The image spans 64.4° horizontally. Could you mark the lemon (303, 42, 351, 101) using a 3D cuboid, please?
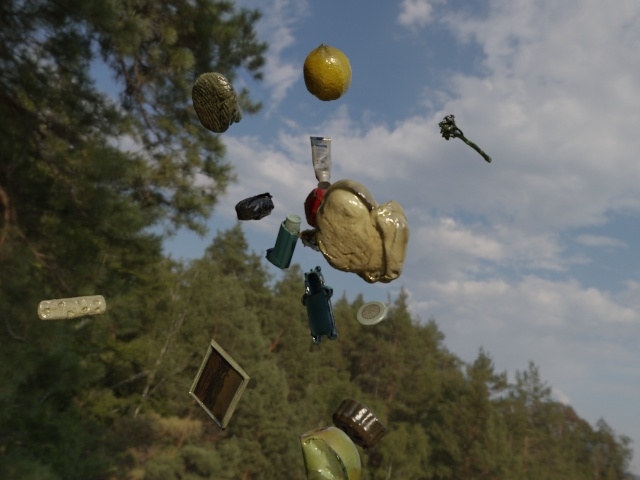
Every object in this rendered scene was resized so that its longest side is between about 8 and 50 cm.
[{"bbox_3d":[0.028,-0.656,2.000,0.192,0.192,0.231,6,-50,18],"label":"lemon"}]

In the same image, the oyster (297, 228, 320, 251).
[{"bbox_3d":[-0.007,-0.003,1.986,0.177,0.056,0.105,5,-47,-14],"label":"oyster"}]

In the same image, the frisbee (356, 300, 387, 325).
[{"bbox_3d":[0.171,0.244,1.714,0.110,0.110,0.014,-1,-51,35],"label":"frisbee"}]

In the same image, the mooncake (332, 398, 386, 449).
[{"bbox_3d":[0.158,0.772,2.130,0.228,0.124,0.228,35,-27,21],"label":"mooncake"}]

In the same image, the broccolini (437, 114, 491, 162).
[{"bbox_3d":[0.498,-0.333,1.719,0.254,0.058,0.071,30,-42,-22],"label":"broccolini"}]

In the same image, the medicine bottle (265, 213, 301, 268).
[{"bbox_3d":[-0.145,0.004,2.067,0.079,0.124,0.258,-2,-51,-32],"label":"medicine bottle"}]

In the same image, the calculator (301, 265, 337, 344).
[{"bbox_3d":[-0.004,0.120,0.951,0.019,0.141,0.094,-1,-16,-39],"label":"calculator"}]

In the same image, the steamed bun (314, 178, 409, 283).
[{"bbox_3d":[0.155,-0.033,1.783,0.372,0.230,0.325,32,-57,8],"label":"steamed bun"}]

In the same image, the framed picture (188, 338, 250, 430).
[{"bbox_3d":[-0.344,0.482,1.687,0.197,0.252,0.014,37,25,24],"label":"framed picture"}]

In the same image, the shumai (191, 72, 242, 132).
[{"bbox_3d":[-0.436,-0.628,2.252,0.222,0.204,0.272,29,-47,5],"label":"shumai"}]

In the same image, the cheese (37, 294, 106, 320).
[{"bbox_3d":[-0.742,0.203,1.522,0.043,0.065,0.194,-30,-20,37],"label":"cheese"}]

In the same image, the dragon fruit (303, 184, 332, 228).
[{"bbox_3d":[0.032,-0.149,2.410,0.240,0.252,0.241,0,-57,0],"label":"dragon fruit"}]

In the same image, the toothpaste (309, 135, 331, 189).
[{"bbox_3d":[0.007,-0.341,2.178,0.096,0.266,0.061,3,-31,-11],"label":"toothpaste"}]

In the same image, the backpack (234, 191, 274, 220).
[{"bbox_3d":[-0.284,-0.134,2.165,0.120,0.165,0.106,-1,-67,44],"label":"backpack"}]

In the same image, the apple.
[{"bbox_3d":[0.027,0.649,1.504,0.173,0.189,0.207,-6,-8,-23],"label":"apple"}]
